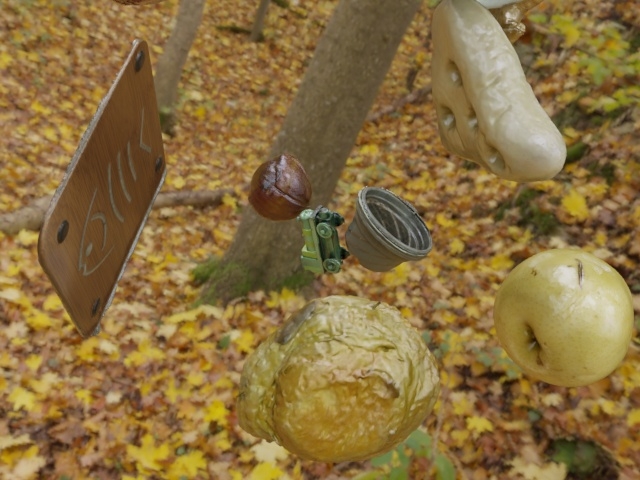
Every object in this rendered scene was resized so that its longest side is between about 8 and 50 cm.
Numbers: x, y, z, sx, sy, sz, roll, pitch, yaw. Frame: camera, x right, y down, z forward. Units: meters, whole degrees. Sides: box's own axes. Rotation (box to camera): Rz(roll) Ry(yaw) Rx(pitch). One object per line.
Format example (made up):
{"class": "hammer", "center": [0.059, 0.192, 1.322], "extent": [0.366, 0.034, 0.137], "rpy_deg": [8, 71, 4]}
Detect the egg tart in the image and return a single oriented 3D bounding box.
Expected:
{"class": "egg tart", "center": [0.039, 0.261, 1.291], "extent": [0.352, 0.339, 0.153], "rpy_deg": [23, 11, -8]}

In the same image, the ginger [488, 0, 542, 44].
{"class": "ginger", "center": [0.551, -0.653, 2.068], "extent": [0.236, 0.375, 0.166], "rpy_deg": [-6, -13, 27]}

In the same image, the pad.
{"class": "pad", "center": [-0.247, -0.050, 0.865], "extent": [0.018, 0.286, 0.283], "rpy_deg": [16, 63, 2]}

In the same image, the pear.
{"class": "pear", "center": [0.542, 0.166, 1.614], "extent": [0.309, 0.309, 0.309], "rpy_deg": [21, 19, -7]}

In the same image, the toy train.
{"class": "toy train", "center": [0.000, 0.000, 1.925], "extent": [0.132, 0.200, 0.083], "rpy_deg": [8, 35, 28]}

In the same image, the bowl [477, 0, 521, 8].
{"class": "bowl", "center": [0.453, -0.845, 1.881], "extent": [0.435, 0.434, 0.196], "rpy_deg": [28, 50, 13]}

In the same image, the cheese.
{"class": "cheese", "center": [0.308, -0.283, 1.330], "extent": [0.130, 0.328, 0.351], "rpy_deg": [-19, 23, -9]}

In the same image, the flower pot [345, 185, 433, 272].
{"class": "flower pot", "center": [0.151, -0.013, 1.808], "extent": [0.236, 0.140, 0.235], "rpy_deg": [30, 33, -22]}

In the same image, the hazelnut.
{"class": "hazelnut", "center": [-0.130, -0.165, 2.435], "extent": [0.230, 0.229, 0.229], "rpy_deg": [21, 19, -7]}

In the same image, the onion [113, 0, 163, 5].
{"class": "onion", "center": [-0.277, -0.506, 0.987], "extent": [0.348, 0.347, 0.285], "rpy_deg": [27, 63, 11]}
